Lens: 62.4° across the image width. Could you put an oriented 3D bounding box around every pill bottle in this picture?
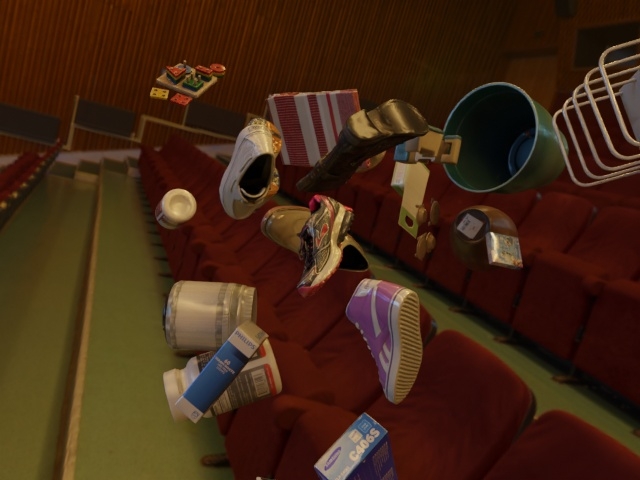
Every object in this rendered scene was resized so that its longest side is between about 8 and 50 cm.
[{"bbox_3d":[-0.330,0.472,1.793,0.362,0.210,0.210,-16,19,-13],"label":"pill bottle"},{"bbox_3d":[-0.377,-0.076,1.362,0.086,0.086,0.152,12,-13,-24],"label":"pill bottle"}]

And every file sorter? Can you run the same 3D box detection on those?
[{"bbox_3d":[0.573,-0.230,0.978,0.173,0.193,0.278,-15,-10,5],"label":"file sorter"}]

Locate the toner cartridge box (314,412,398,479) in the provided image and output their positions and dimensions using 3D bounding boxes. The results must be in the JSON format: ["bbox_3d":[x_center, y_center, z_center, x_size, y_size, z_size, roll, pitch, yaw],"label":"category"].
[{"bbox_3d":[0.096,0.562,1.250,0.075,0.348,0.165,31,60,35],"label":"toner cartridge box"}]

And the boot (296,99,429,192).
[{"bbox_3d":[0.088,-0.195,1.159,0.263,0.229,0.091,-16,71,-35],"label":"boot"}]

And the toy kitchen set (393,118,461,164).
[{"bbox_3d":[0.230,-0.263,1.302,0.166,0.122,0.207,8,3,-36],"label":"toy kitchen set"}]

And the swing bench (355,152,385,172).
[{"bbox_3d":[0.108,-0.394,2.026,0.254,0.165,0.253,31,-12,19],"label":"swing bench"}]

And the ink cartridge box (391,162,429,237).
[{"bbox_3d":[0.274,-0.143,1.662,0.056,0.235,0.171,9,-11,31],"label":"ink cartridge box"}]

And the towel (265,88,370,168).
[{"bbox_3d":[-0.009,-0.334,1.607,0.329,0.237,0.037,8,34,35],"label":"towel"}]

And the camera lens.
[{"bbox_3d":[-0.349,0.242,1.688,0.274,0.219,0.219,3,11,-2],"label":"camera lens"}]

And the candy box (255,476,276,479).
[{"bbox_3d":[-0.150,0.749,1.372,0.070,0.165,0.196,6,43,9],"label":"candy box"}]

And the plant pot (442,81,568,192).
[{"bbox_3d":[0.501,-0.243,1.377,0.255,0.272,0.271,5,15,-39],"label":"plant pot"}]

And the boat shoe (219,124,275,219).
[{"bbox_3d":[-0.149,-0.114,1.080,0.095,0.258,0.084,-7,56,-20],"label":"boat shoe"}]

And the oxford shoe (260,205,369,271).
[{"bbox_3d":[0.000,0.000,1.625,0.397,0.140,0.146,18,13,-38],"label":"oxford shoe"}]

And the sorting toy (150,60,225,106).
[{"bbox_3d":[-0.396,-0.483,1.559,0.132,0.046,0.274,22,43,6],"label":"sorting toy"}]

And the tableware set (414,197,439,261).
[{"bbox_3d":[0.283,-0.029,1.408,0.020,0.169,0.141,8,7,32],"label":"tableware set"}]

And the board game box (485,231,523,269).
[{"bbox_3d":[0.478,0.027,1.376,0.090,0.090,0.020,10,-31,-13],"label":"board game box"}]

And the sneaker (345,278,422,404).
[{"bbox_3d":[0.132,0.211,1.154,0.161,0.282,0.102,16,27,39],"label":"sneaker"}]

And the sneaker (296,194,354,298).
[{"bbox_3d":[-0.011,0.014,1.321,0.112,0.121,0.299,30,47,-14],"label":"sneaker"}]

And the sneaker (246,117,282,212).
[{"bbox_3d":[-0.181,-0.208,1.436,0.111,0.131,0.296,22,46,-24],"label":"sneaker"}]

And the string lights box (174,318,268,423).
[{"bbox_3d":[-0.253,0.337,1.383,0.076,0.260,0.133,39,3,4],"label":"string lights box"}]

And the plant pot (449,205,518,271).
[{"bbox_3d":[0.488,-0.022,1.641,0.215,0.215,0.230,22,1,28],"label":"plant pot"}]
